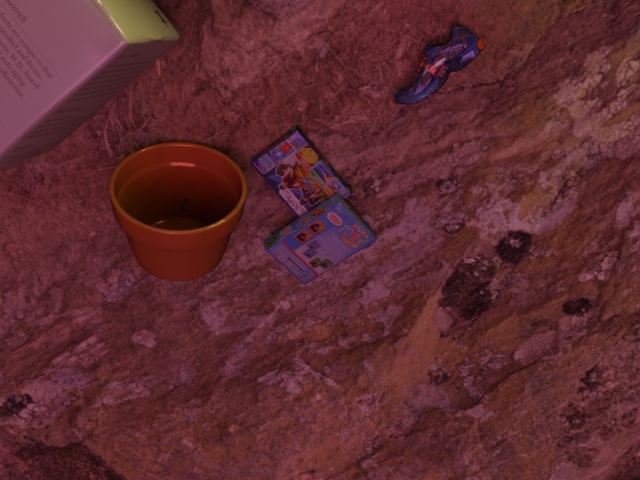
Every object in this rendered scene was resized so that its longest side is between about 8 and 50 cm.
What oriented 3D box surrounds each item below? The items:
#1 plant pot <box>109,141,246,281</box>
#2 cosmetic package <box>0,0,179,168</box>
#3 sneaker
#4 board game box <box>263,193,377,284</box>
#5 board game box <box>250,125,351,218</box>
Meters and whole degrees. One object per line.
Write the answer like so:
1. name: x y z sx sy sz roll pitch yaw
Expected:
1. plant pot: -0.311 -0.047 2.072 0.291 0.290 0.203 6 134 -2
2. cosmetic package: -0.549 -0.387 1.801 0.394 0.329 0.327 -37 95 14
3. sneaker: 0.239 -0.370 1.997 0.221 0.083 0.087 -40 97 14
4. board game box: 0.000 0.000 2.188 0.212 0.039 0.160 -31 131 17
5. board game box: -0.043 -0.143 2.138 0.136 0.035 0.201 -34 113 17
